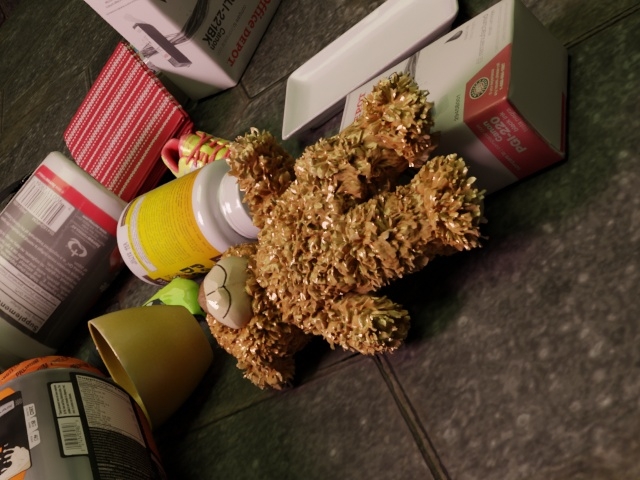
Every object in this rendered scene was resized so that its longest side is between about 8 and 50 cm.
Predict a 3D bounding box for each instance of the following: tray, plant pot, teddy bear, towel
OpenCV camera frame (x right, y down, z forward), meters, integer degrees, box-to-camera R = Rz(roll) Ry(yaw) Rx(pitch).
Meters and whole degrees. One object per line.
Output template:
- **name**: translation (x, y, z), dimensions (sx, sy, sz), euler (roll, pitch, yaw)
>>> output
- **tray**: translation (0.063, -0.227, 1.320), dimensions (0.270, 0.030, 0.145), euler (-33, 33, 27)
- **plant pot**: translation (-0.172, 0.120, 1.153), dimensions (0.095, 0.134, 0.134), euler (-30, 23, -19)
- **teddy bear**: translation (0.000, 0.000, 0.976), dimensions (0.338, 0.245, 0.113), euler (-19, -1, 36)
- **towel**: translation (-0.296, -0.165, 1.649), dimensions (0.199, 0.031, 0.275), euler (-55, 44, 14)

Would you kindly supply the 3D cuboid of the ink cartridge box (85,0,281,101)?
- **ink cartridge box**: translation (-0.211, -0.375, 1.634), dimensions (0.114, 0.273, 0.197), euler (-9, 48, 45)

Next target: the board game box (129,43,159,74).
- **board game box**: translation (-0.262, -0.404, 1.966), dimensions (0.193, 0.053, 0.305), euler (-37, 31, 21)

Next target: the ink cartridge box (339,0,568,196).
- **ink cartridge box**: translation (0.119, -0.111, 1.038), dimensions (0.218, 0.092, 0.158), euler (-29, 35, 37)

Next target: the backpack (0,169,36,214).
- **backpack**: translation (-0.453, -0.028, 1.722), dimensions (0.152, 0.115, 0.182), euler (-15, 42, 30)

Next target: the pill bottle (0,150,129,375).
- **pill bottle**: translation (-0.389, 0.052, 1.470), dimensions (0.318, 0.176, 0.176), euler (-52, 28, -5)

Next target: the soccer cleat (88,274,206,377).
- **soccer cleat**: translation (-0.204, 0.113, 1.264), dimensions (0.179, 0.060, 0.072), euler (-39, 43, 18)

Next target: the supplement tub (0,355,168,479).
- **supplement tub**: translation (-0.236, 0.244, 1.006), dimensions (0.193, 0.193, 0.316), euler (-48, 28, 3)

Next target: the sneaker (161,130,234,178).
- **sneaker**: translation (-0.137, -0.098, 1.380), dimensions (0.208, 0.094, 0.081), euler (-2, 52, 52)

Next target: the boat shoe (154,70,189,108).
- **boat shoe**: translation (-0.279, -0.202, 1.728), dimensions (0.206, 0.075, 0.065), euler (-55, 32, -1)

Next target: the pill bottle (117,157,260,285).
- **pill bottle**: translation (-0.132, -0.024, 1.259), dimensions (0.215, 0.117, 0.117), euler (-20, 40, 43)
